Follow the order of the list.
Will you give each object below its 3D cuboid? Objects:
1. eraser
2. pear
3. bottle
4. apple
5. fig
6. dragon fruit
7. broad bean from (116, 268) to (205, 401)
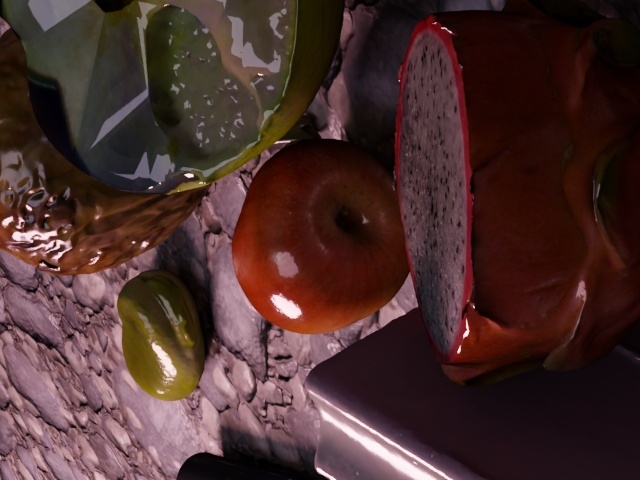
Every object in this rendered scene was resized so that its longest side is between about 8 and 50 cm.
[{"bbox_3d":[0.204,0.161,1.538,0.359,0.272,0.122,29,133,43],"label":"eraser"},{"bbox_3d":[-0.117,-0.244,1.760,0.398,0.165,0.399,6,100,37],"label":"pear"},{"bbox_3d":[-0.067,0.294,2.190,0.082,0.072,0.244,38,161,-32],"label":"bottle"},{"bbox_3d":[0.000,0.000,1.817,0.199,0.199,0.199,33,136,39],"label":"apple"},{"bbox_3d":[-0.173,-0.094,1.948,0.368,0.286,0.286,4,117,28],"label":"fig"},{"bbox_3d":[0.190,-0.041,1.483,0.305,0.225,0.306,175,90,-83],"label":"dragon fruit"},{"bbox_3d":[-0.180,0.109,2.225,0.124,0.082,0.174,35,147,37],"label":"broad bean"}]
